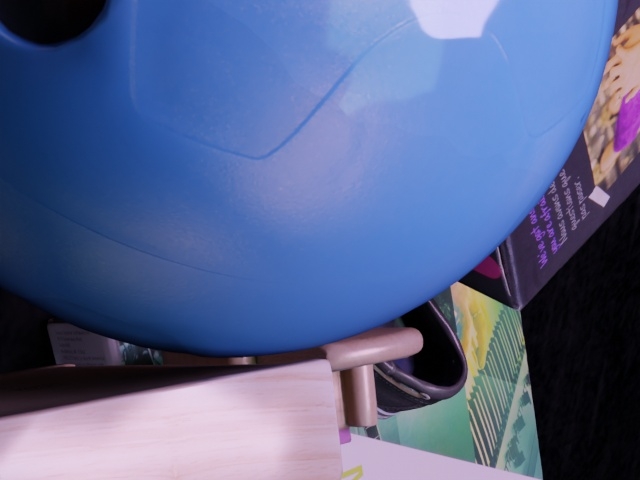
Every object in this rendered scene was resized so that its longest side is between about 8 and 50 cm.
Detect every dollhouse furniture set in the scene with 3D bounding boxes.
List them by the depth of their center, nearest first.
[{"bbox_3d":[-0.054,0.199,0.708,0.286,0.198,0.303,-8,92,-37],"label":"dollhouse furniture set"}]

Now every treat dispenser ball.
[{"bbox_3d":[-0.035,-0.100,0.662,0.288,0.288,0.288,-30,132,-39],"label":"treat dispenser ball"}]

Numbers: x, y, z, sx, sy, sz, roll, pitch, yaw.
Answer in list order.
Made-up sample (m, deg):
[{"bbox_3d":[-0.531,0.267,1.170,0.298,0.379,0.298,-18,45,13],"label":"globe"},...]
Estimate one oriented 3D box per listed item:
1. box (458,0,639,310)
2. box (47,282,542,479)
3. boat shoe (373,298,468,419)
[{"bbox_3d":[0.113,-0.120,0.943,0.270,0.165,0.143,-42,140,-27],"label":"box"},{"bbox_3d":[0.006,0.120,0.980,0.322,0.058,0.232,-17,100,-48],"label":"box"},{"bbox_3d":[0.000,0.000,0.887,0.228,0.076,0.080,58,48,-22],"label":"boat shoe"}]
